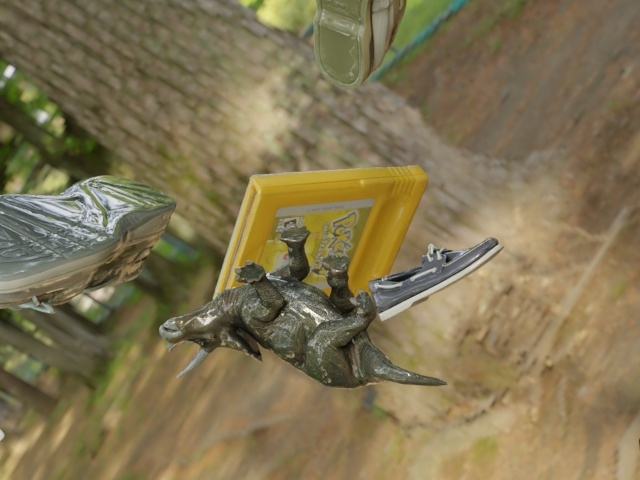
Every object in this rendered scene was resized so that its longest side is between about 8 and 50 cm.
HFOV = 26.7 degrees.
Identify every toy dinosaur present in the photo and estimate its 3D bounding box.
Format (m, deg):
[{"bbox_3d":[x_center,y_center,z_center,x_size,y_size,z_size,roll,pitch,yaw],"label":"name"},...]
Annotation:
[{"bbox_3d":[-0.007,0.088,1.395,0.160,0.314,0.121,91,-159,-44],"label":"toy dinosaur"}]

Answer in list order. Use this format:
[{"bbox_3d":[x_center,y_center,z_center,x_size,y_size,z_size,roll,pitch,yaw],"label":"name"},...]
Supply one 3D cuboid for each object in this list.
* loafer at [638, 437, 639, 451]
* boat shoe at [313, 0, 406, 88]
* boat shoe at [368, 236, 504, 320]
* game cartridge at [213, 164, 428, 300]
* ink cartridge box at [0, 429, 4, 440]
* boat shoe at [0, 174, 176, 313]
[{"bbox_3d":[0.383,0.170,1.401,0.078,0.076,0.223,-115,28,-42],"label":"loafer"},{"bbox_3d":[0.054,-0.339,1.707,0.103,0.113,0.302,-46,-23,-37],"label":"boat shoe"},{"bbox_3d":[0.152,0.039,1.842,0.206,0.065,0.075,-31,-8,26],"label":"boat shoe"},{"bbox_3d":[0.000,0.000,2.286,0.052,0.324,0.285,61,144,39],"label":"game cartridge"},{"bbox_3d":[-0.631,0.276,1.900,0.207,0.354,0.119,-38,-33,-40],"label":"ink cartridge box"},{"bbox_3d":[-0.235,0.016,1.235,0.320,0.118,0.103,-35,-35,-69],"label":"boat shoe"}]
